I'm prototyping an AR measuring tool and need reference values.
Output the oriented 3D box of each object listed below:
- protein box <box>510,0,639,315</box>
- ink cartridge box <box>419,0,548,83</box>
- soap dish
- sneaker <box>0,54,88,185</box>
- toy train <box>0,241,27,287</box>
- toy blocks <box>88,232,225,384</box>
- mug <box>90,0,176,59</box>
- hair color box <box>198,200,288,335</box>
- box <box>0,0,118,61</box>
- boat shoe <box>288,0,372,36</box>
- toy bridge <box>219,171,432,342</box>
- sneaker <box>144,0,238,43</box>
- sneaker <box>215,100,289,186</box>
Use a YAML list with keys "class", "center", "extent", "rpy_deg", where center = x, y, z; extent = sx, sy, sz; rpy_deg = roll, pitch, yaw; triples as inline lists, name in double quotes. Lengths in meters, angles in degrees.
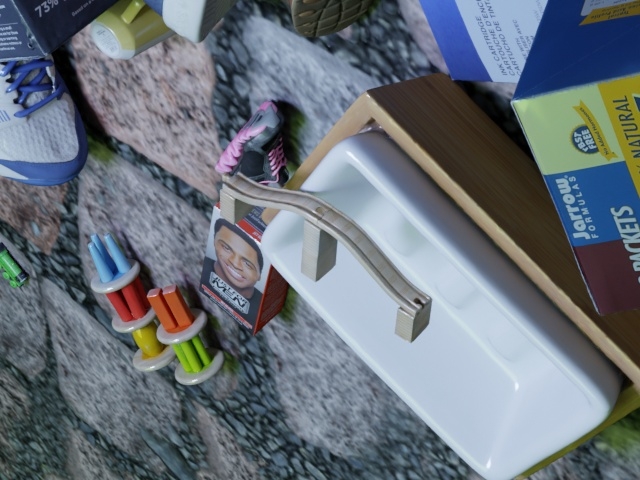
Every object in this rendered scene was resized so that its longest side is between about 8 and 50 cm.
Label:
- class: "protein box"
  center: [0.227, -0.088, 1.013]
  extent: [0.200, 0.201, 0.136]
  rpy_deg: [-11, 121, 26]
- class: "ink cartridge box"
  center: [0.140, -0.183, 1.221]
  extent: [0.311, 0.065, 0.185]
  rpy_deg: [11, 134, 48]
- class: "soap dish"
  center: [0.108, 0.027, 1.455]
  extent: [0.291, 0.118, 0.229]
  rpy_deg: [46, 150, 2]
- class: "sneaker"
  center: [-0.291, -0.174, 1.730]
  extent: [0.131, 0.112, 0.296]
  rpy_deg: [-9, 120, 55]
- class: "toy train"
  center: [-0.344, 0.016, 2.123]
  extent: [0.083, 0.017, 0.024]
  rpy_deg: [50, 140, -6]
- class: "toy blocks"
  center: [-0.165, 0.061, 1.909]
  extent: [0.123, 0.054, 0.148]
  rpy_deg: [11, 134, 47]
- class: "mug"
  center: [-0.152, -0.183, 1.587]
  extent: [0.062, 0.064, 0.078]
  rpy_deg: [31, 146, 27]
- class: "hair color box"
  center: [-0.063, 0.017, 1.735]
  extent: [0.072, 0.043, 0.141]
  rpy_deg: [39, 149, 16]
- class: "box"
  center: [-0.233, -0.262, 1.509]
  extent: [0.108, 0.153, 0.207]
  rpy_deg: [3, 128, 52]
- class: "boat shoe"
  center: [0.005, -0.208, 1.373]
  extent: [0.178, 0.064, 0.060]
  rpy_deg: [94, 160, -61]
- class: "toy bridge"
  center: [0.000, 0.000, 1.413]
  extent: [0.188, 0.026, 0.063]
  rpy_deg: [34, 145, 23]
- class: "sneaker"
  center: [-0.097, -0.272, 1.341]
  extent: [0.148, 0.131, 0.350]
  rpy_deg: [38, 150, 6]
- class: "sneaker"
  center: [-0.044, -0.072, 1.610]
  extent: [0.057, 0.047, 0.119]
  rpy_deg: [40, 158, -2]
